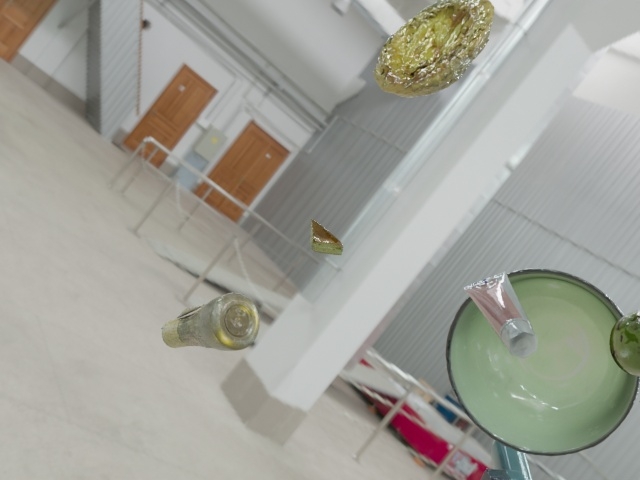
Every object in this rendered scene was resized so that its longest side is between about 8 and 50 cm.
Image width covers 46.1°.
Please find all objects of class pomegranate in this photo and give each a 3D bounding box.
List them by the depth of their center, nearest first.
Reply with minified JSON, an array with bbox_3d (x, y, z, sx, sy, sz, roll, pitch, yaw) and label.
[{"bbox_3d":[0.460,0.161,1.033,0.115,0.142,0.114,-1,-16,0],"label":"pomegranate"}]

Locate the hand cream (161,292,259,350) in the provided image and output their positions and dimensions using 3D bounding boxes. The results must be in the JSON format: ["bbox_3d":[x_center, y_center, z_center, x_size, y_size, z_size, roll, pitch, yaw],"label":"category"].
[{"bbox_3d":[-0.178,0.133,1.151,0.084,0.084,0.203,38,-31,-26],"label":"hand cream"}]

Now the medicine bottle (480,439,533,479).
[{"bbox_3d":[0.438,0.544,1.791,0.124,0.079,0.258,15,16,5],"label":"medicine bottle"}]

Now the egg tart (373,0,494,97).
[{"bbox_3d":[0.210,-0.334,1.341,0.232,0.252,0.098,-7,-43,41],"label":"egg tart"}]

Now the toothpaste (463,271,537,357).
[{"bbox_3d":[0.251,0.096,1.041,0.194,0.067,0.043,-97,163,-67],"label":"toothpaste"}]

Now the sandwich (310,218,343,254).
[{"bbox_3d":[0.000,0.000,1.347,0.083,0.044,0.031,39,-40,21],"label":"sandwich"}]

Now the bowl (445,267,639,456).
[{"bbox_3d":[0.438,0.220,1.461,0.354,0.354,0.185,39,19,19],"label":"bowl"}]
